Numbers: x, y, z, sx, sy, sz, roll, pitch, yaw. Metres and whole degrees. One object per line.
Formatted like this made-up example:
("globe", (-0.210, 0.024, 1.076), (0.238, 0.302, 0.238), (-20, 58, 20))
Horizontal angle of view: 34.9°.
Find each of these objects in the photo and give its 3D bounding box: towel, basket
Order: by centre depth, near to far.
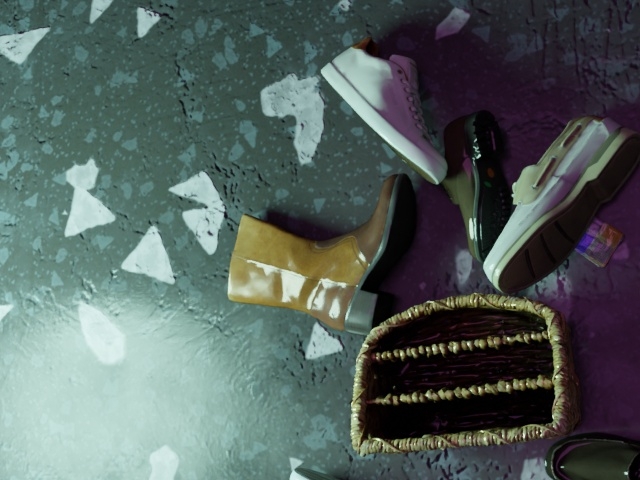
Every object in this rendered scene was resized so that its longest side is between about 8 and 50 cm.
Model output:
("basket", (0.202, 0.180, 1.427), (0.299, 0.223, 0.214), (-9, 80, 20))
("towel", (0.398, -0.006, 1.493), (0.083, 0.009, 0.060), (38, 97, 21))

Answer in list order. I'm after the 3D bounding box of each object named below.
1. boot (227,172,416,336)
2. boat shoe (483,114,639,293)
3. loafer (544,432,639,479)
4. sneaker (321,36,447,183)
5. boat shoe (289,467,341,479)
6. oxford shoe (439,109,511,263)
("boot", (0.000, 0.000, 1.617), (0.280, 0.096, 0.264), (15, 95, 29))
("boat shoe", (0.333, -0.055, 1.471), (0.302, 0.113, 0.103), (-46, 50, -8))
("loafer", (0.419, 0.308, 1.405), (0.220, 0.078, 0.080), (-3, 81, 20))
("sneaker", (0.120, -0.213, 1.559), (0.123, 0.106, 0.290), (-41, 60, 6))
("boat shoe", (0.047, 0.419, 1.523), (0.226, 0.083, 0.076), (23, 94, 19))
("oxford shoe", (0.230, -0.076, 1.540), (0.096, 0.082, 0.227), (-10, 82, 45))
